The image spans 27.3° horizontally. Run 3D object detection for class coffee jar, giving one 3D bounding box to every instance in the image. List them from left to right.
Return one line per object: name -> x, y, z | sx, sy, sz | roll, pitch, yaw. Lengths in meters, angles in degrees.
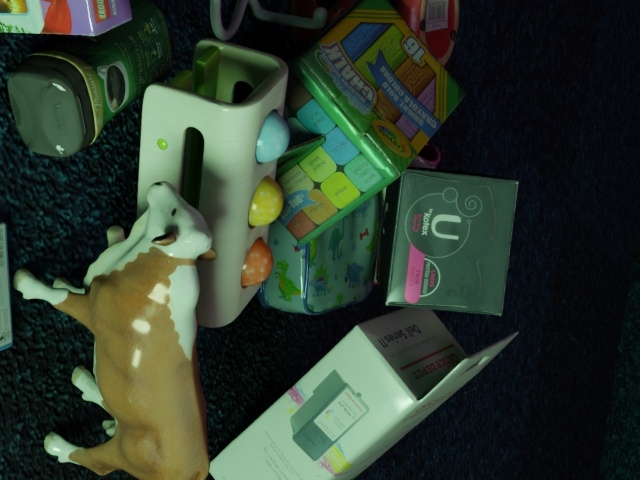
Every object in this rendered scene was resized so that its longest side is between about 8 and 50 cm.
coffee jar -> -0.218, -0.157, 1.254 | 0.184, 0.079, 0.096 | -51, 144, -48

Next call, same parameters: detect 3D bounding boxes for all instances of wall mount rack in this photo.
wall mount rack -> -0.031, -0.398, 1.466 | 0.304, 0.131, 0.350 | 67, 35, -73

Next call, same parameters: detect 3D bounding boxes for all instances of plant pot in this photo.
plant pot -> 0.077, -0.288, 1.713 | 0.191, 0.174, 0.191 | -29, 123, -58

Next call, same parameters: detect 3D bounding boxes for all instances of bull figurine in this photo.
bull figurine -> -0.182, 0.096, 1.257 | 0.101, 0.189, 0.310 | -33, 124, -58

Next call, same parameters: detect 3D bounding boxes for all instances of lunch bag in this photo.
lunch bag -> 0.000, 0.000, 1.708 | 0.219, 0.090, 0.176 | -11, 106, -62

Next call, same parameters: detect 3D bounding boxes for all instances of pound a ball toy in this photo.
pound a ball toy -> -0.120, -0.014, 1.348 | 0.208, 0.136, 0.319 | -54, 158, -52

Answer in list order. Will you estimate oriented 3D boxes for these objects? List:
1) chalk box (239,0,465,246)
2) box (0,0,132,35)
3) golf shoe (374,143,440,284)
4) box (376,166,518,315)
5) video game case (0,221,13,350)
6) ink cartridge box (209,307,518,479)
chalk box -> 0.009, -0.131, 1.533 | 0.179, 0.180, 0.289 | 49, 41, -8
box -> -0.262, -0.304, 1.002 | 0.057, 0.201, 0.293 | -42, 132, -53
golf shoe -> 0.096, -0.070, 1.832 | 0.115, 0.140, 0.306 | -47, 138, -51
box -> 0.150, -0.006, 1.642 | 0.270, 0.143, 0.165 | -92, -172, -87
video game case -> -0.330, 0.056, 1.149 | 0.166, 0.015, 0.119 | -23, 117, -60
ink cartridge box -> 0.053, 0.192, 1.594 | 0.353, 0.119, 0.207 | -44, 166, 23
